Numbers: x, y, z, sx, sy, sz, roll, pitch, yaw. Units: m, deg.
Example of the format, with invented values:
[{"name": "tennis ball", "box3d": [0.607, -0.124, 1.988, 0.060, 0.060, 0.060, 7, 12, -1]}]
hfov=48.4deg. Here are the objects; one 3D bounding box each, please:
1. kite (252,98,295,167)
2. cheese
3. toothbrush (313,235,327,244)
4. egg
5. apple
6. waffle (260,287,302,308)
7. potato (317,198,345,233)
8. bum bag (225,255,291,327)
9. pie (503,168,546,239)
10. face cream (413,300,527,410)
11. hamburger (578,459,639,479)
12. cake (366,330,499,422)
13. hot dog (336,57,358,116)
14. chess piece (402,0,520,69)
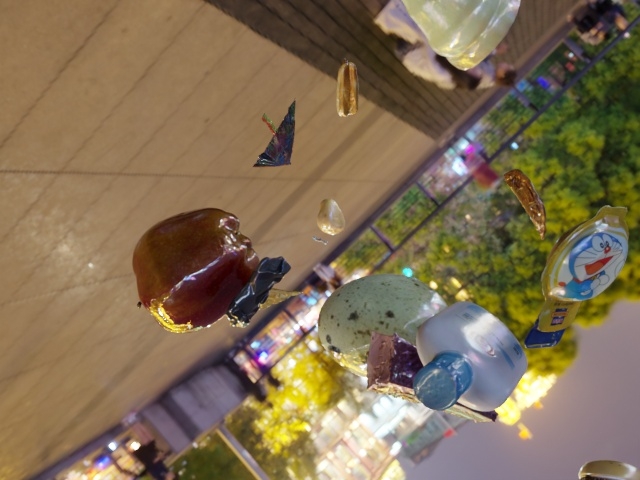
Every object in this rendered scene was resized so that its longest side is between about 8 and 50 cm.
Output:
[{"name": "kite", "box3d": [-0.087, -0.206, 1.449, 0.190, 0.010, 0.159, -62, 151, -26]}, {"name": "cheese", "box3d": [0.409, 0.063, 1.139, 0.176, 0.069, 0.271, 1, 122, -33]}, {"name": "toothbrush", "box3d": [0.000, 0.000, 2.034, 0.011, 0.013, 0.131, -48, -163, -6]}, {"name": "egg", "box3d": [0.166, 0.230, 1.874, 0.379, 0.288, 0.287, -6, -169, 26]}, {"name": "apple", "box3d": [-0.316, 0.068, 1.760, 0.316, 0.288, 0.288, -32, 172, -3]}, {"name": "waffle", "box3d": [-0.161, 0.205, 2.257, 0.032, 0.190, 0.125, -100, -158, -77]}, {"name": "potato", "box3d": [0.024, -0.056, 1.674, 0.068, 0.083, 0.062, -2, 179, 17]}, {"name": "bum bag", "box3d": [-0.143, 0.119, 1.619, 0.198, 0.049, 0.087, -53, 135, 2]}, {"name": "pie", "box3d": [0.508, -0.100, 1.716, 0.033, 0.191, 0.088, -22, 161, -9]}, {"name": "face cream", "box3d": [0.214, 0.175, 1.048, 0.080, 0.163, 0.336, -50, 163, 19]}, {"name": "hamburger", "box3d": [0.619, 0.537, 1.506, 0.175, 0.175, 0.137, 121, -14, -67]}, {"name": "cake", "box3d": [0.213, 0.295, 1.407, 0.113, 0.295, 0.116, -62, -166, -20]}, {"name": "hot dog", "box3d": [0.057, -0.326, 1.524, 0.056, 0.041, 0.133, -15, 127, -20]}, {"name": "chess piece", "box3d": [0.226, -0.606, 1.653, 0.234, 0.442, 0.234, -53, -164, 22]}]
